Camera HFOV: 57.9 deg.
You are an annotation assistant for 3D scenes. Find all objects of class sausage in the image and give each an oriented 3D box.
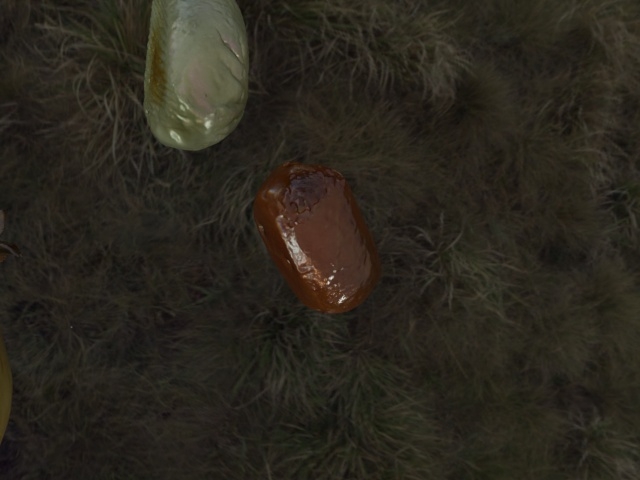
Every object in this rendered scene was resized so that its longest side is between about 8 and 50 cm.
[{"bbox_3d":[-0.001,0.001,0.906,0.141,0.153,0.268,-37,122,-19],"label":"sausage"}]

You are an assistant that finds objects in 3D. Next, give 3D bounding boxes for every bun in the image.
[{"bbox_3d":[-0.178,-0.255,0.853,0.153,0.243,0.244,6,80,-29],"label":"bun"}]

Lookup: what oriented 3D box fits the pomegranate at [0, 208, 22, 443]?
[{"bbox_3d":[-0.336,0.079,0.337,0.342,0.342,0.343,4,81,-23],"label":"pomegranate"}]
